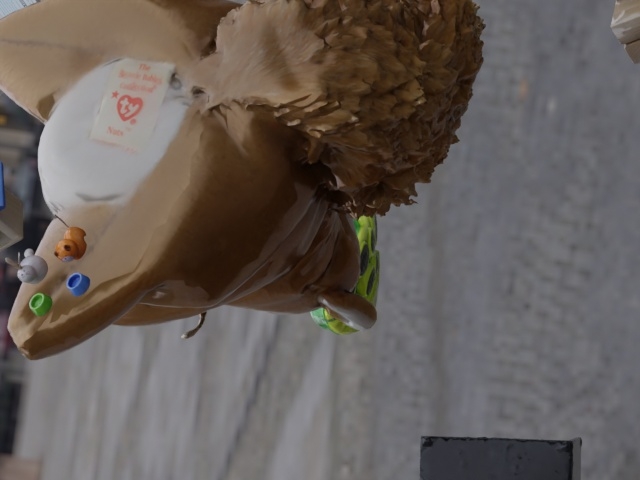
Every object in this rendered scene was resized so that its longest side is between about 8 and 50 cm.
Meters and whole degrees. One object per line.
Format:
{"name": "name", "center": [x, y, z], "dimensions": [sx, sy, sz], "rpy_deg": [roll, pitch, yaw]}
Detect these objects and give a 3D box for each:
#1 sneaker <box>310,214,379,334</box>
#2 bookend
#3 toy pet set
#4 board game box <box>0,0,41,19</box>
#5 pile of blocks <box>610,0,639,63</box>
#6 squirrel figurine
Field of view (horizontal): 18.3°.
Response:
{"name": "sneaker", "center": [0.000, 0.000, 2.143], "dimensions": [0.295, 0.123, 0.109], "rpy_deg": [-91, -7, -52]}
{"name": "bookend", "center": [0.192, 0.241, 2.088], "dimensions": [0.157, 0.156, 0.072], "rpy_deg": [21, -110, -77]}
{"name": "toy pet set", "center": [-0.222, 0.000, 1.311], "dimensions": [0.065, 0.122, 0.114], "rpy_deg": [43, -153, -43]}
{"name": "board game box", "center": [-0.330, -0.244, 1.819], "dimensions": [0.303, 0.224, 0.097], "rpy_deg": [-25, 13, 49]}
{"name": "pile of blocks", "center": [0.235, -0.302, 1.648], "dimensions": [0.112, 0.149, 0.362], "rpy_deg": [-20, 68, 30]}
{"name": "squirrel figurine", "center": [-0.030, -0.053, 1.597], "dimensions": [0.370, 0.397, 0.281], "rpy_deg": [35, -148, -57]}
